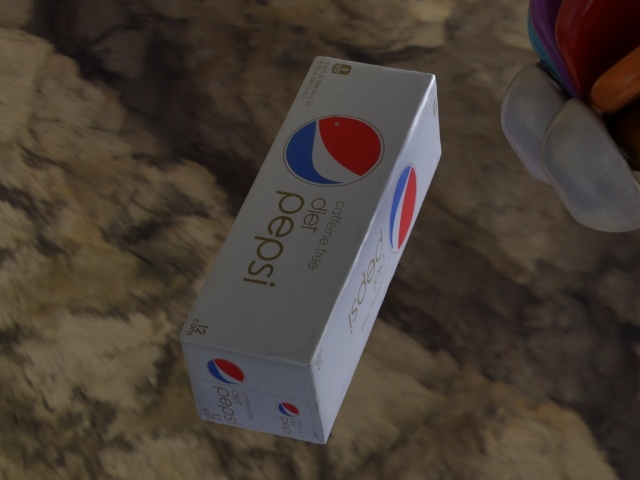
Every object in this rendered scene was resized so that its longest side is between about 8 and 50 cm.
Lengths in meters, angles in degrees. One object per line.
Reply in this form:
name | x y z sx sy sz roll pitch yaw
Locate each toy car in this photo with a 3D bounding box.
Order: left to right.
toy car | 0.165 -0.102 0.956 0.159 0.182 0.136 -33 -68 2

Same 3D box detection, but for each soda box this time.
soda box | 0.000 0.000 0.985 0.074 0.069 0.216 10 -129 17
